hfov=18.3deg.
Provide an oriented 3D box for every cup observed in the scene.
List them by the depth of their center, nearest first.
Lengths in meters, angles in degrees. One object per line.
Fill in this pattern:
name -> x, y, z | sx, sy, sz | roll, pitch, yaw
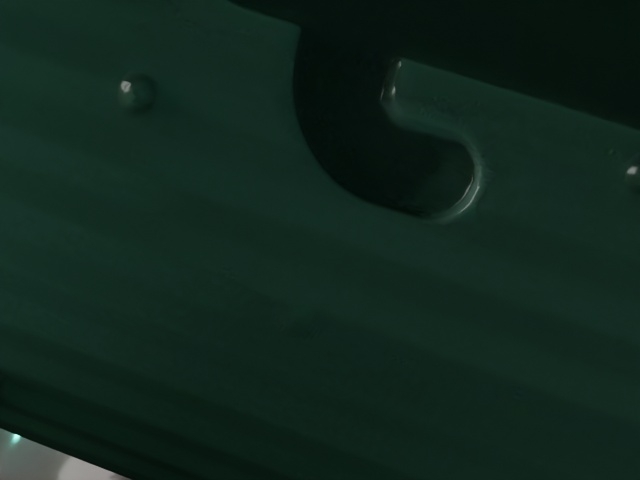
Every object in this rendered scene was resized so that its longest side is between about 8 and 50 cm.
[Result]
cup -> 0.024, -0.003, 0.660 | 0.310, 0.392, 0.401 | 117, 166, -46

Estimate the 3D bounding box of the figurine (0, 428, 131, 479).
figurine -> -0.029, 0.150, 0.857 | 0.211, 0.270, 0.261 | -39, 46, 13
